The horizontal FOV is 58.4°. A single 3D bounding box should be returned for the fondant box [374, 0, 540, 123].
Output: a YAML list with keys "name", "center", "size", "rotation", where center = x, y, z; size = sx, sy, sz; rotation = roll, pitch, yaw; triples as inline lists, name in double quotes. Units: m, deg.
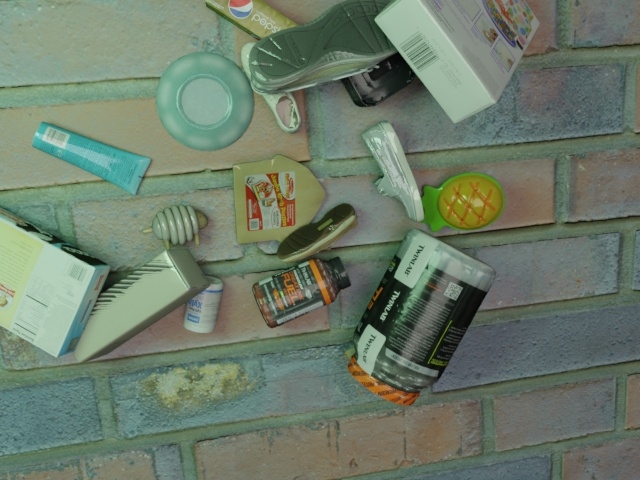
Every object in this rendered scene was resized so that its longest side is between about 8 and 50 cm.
- name: "fondant box"
  center: [0.268, -0.407, 1.064]
  size: [0.238, 0.096, 0.330]
  rotation: [48, 52, -16]

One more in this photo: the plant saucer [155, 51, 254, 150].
- name: "plant saucer"
  center: [-0.228, -0.274, 1.134]
  size: [0.195, 0.037, 0.194]
  rotation: [-2, 103, -10]

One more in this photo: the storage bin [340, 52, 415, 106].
- name: "storage bin"
  center: [0.091, -0.368, 1.143]
  size: [0.122, 0.084, 0.180]
  rotation: [-33, 106, -1]

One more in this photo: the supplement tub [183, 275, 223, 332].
- name: "supplement tub"
  center: [-0.246, 0.132, 1.203]
  size: [0.071, 0.071, 0.107]
  rotation: [10, 99, -12]

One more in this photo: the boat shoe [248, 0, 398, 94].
- name: "boat shoe"
  center: [0.021, -0.348, 1.050]
  size: [0.321, 0.103, 0.118]
  rotation: [-24, 86, -9]

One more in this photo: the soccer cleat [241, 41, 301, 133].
- name: "soccer cleat"
  center: [-0.091, -0.302, 1.130]
  size: [0.068, 0.076, 0.196]
  rotation: [-30, 105, -2]

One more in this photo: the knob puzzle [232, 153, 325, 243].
- name: "knob puzzle"
  center: [-0.085, -0.089, 1.200]
  size: [0.213, 0.030, 0.213]
  rotation: [-8, 114, -18]

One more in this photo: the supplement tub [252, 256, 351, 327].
- name: "supplement tub"
  center: [-0.037, 0.102, 1.215]
  size: [0.198, 0.106, 0.106]
  rotation: [-24, 105, -4]

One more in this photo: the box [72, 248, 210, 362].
- name: "box"
  center: [-0.365, 0.127, 1.129]
  size: [0.275, 0.113, 0.094]
  rotation: [-33, 84, 8]

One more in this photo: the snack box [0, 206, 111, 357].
- name: "snack box"
  center: [-0.576, 0.061, 1.079]
  size: [0.322, 0.060, 0.187]
  rotation: [27, 96, 8]

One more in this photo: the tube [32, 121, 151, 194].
- name: "tube"
  center: [-0.446, -0.165, 1.117]
  size: [0.207, 0.052, 0.080]
  rotation: [23, 102, -19]

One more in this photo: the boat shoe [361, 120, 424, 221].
- name: "boat shoe"
  center: [0.150, -0.136, 1.214]
  size: [0.081, 0.079, 0.227]
  rotation: [-23, 100, 5]

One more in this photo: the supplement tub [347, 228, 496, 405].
- name: "supplement tub"
  center: [0.205, 0.162, 1.216]
  size: [0.207, 0.207, 0.337]
  rotation: [26, 96, -14]

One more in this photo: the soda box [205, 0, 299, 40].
- name: "soda box"
  center: [-0.127, -0.430, 1.104]
  size: [0.181, 0.058, 0.061]
  rotation: [29, 96, -15]

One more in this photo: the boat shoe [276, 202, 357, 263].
- name: "boat shoe"
  center: [0.000, 0.000, 1.220]
  size: [0.190, 0.068, 0.072]
  rotation: [-30, 137, -3]

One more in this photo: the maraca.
- name: "maraca"
  center: [0.302, -0.080, 1.240]
  size: [0.186, 0.099, 0.127]
  rotation: [-10, 99, 19]

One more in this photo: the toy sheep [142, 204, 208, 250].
- name: "toy sheep"
  center: [-0.291, -0.028, 1.153]
  size: [0.132, 0.091, 0.091]
  rotation: [-15, 105, -24]
